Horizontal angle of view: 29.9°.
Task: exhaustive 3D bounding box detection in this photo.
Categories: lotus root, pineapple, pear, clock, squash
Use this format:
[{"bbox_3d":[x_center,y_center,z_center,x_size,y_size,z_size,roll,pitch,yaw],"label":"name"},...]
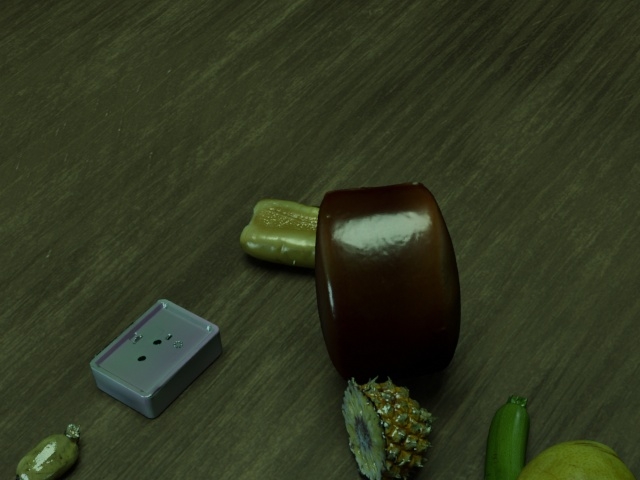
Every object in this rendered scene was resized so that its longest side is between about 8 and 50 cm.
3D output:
[{"bbox_3d":[-0.446,0.359,1.976,0.072,0.063,0.152,16,50,36],"label":"lotus root"},{"bbox_3d":[0.127,0.296,1.911,0.136,0.162,0.176,-12,43,-23],"label":"pineapple"},{"bbox_3d":[0.369,0.401,1.731,0.208,0.209,0.209,-3,43,3],"label":"pear"},{"bbox_3d":[-0.289,0.206,2.120,0.150,0.063,0.197,24,50,29],"label":"clock"},{"bbox_3d":[0.296,0.347,1.896,0.069,0.069,0.258,2,42,9],"label":"squash"}]

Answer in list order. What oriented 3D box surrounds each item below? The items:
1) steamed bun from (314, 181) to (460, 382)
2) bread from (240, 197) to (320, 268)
[{"bbox_3d":[0.112,0.099,1.966,0.234,0.379,0.248,-6,53,2],"label":"steamed bun"},{"bbox_3d":[0.000,0.000,2.288,0.305,0.091,0.142,10,52,17],"label":"bread"}]
